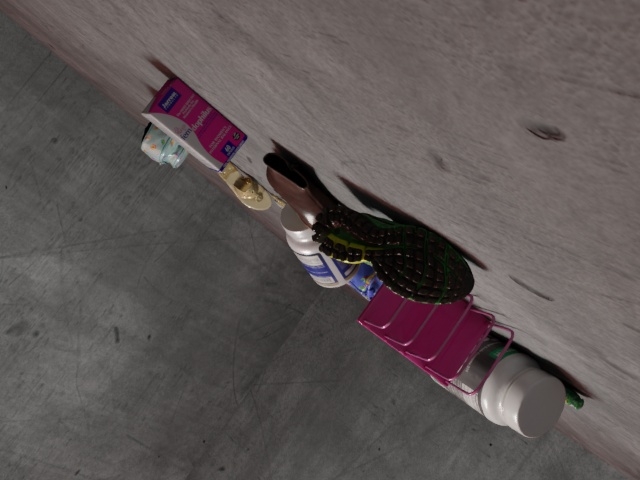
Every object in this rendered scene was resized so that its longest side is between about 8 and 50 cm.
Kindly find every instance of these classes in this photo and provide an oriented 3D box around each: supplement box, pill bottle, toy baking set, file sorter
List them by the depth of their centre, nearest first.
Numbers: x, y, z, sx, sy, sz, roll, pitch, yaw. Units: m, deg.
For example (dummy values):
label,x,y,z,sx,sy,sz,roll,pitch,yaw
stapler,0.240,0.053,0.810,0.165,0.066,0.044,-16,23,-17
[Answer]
label,x,y,z,sx,sy,sz,roll,pitch,yaw
file sorter,0.279,0.203,1.559,0.290,0.202,0.182,37,173,-11
supplement box,-0.302,-0.276,1.574,0.220,0.111,0.114,38,174,-25
pill bottle,0.000,0.000,1.745,0.153,0.153,0.265,32,163,38
pill bottle,0.477,0.379,1.805,0.204,0.204,0.361,40,173,-32
toy baking set,-0.082,-0.094,2.227,0.197,0.030,0.256,39,175,4

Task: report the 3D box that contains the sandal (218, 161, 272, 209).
label,x,y,z,sx,sy,sz,roll,pitch,yaw
sandal,-0.263,-0.184,2.245,0.240,0.088,0.079,43,179,-15

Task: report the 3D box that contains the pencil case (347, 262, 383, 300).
label,x,y,z,sx,sy,sz,roll,pitch,yaw
pencil case,0.071,0.063,1.930,0.306,0.133,0.119,32,148,31

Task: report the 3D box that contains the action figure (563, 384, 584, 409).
label,x,y,z,sx,sy,sz,roll,pitch,yaw
action figure,0.643,0.412,1.814,0.137,0.063,0.232,33,176,-20

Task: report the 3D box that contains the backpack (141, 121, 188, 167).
label,x,y,z,sx,sy,sz,roll,pitch,yaw
backpack,-0.455,-0.308,1.969,0.144,0.166,0.188,34,179,1

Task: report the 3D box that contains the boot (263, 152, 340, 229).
label,x,y,z,sx,sy,sz,roll,pitch,yaw
boot,-0.030,-0.096,1.508,0.248,0.090,0.207,39,177,5

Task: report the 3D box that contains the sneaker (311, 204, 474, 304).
label,x,y,z,sx,sy,sz,roll,pitch,yaw
sneaker,0.155,0.015,1.293,0.343,0.134,0.146,28,-164,33
